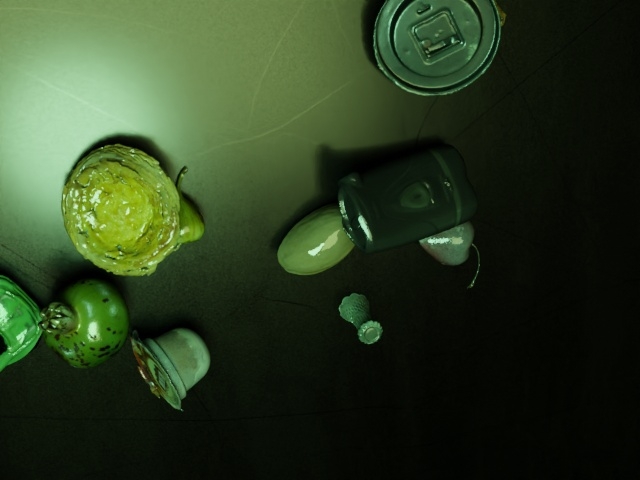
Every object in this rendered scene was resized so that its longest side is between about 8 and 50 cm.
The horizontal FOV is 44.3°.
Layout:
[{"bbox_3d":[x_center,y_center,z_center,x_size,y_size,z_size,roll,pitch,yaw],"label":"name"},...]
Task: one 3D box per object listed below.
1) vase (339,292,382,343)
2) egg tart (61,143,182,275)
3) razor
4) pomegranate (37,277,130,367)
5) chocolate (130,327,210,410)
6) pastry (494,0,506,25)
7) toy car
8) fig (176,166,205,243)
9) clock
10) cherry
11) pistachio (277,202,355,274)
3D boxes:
[{"bbox_3d":[0.104,0.199,1.954,0.081,0.148,0.081,-6,114,-13],"label":"vase"},{"bbox_3d":[-0.416,-0.063,1.703,0.291,0.107,0.290,1,100,7],"label":"egg tart"},{"bbox_3d":[0.202,-0.098,1.829,0.349,0.113,0.204,-18,92,-25],"label":"razor"},{"bbox_3d":[-0.525,0.179,1.721,0.202,0.202,0.248,-48,160,7],"label":"pomegranate"},{"bbox_3d":[-0.343,0.278,1.867,0.147,0.221,0.221,-38,121,-30],"label":"chocolate"},{"bbox_3d":[0.345,-0.520,1.762,0.140,0.080,0.056,5,142,-16],"label":"pastry"},{"bbox_3d":[-0.782,0.241,1.701,0.359,0.176,0.213,-34,118,-1],"label":"toy car"},{"bbox_3d":[-0.311,-0.072,1.779,0.093,0.093,0.166,-5,74,-14],"label":"fig"},{"bbox_3d":[0.252,-0.456,1.728,0.281,0.055,0.280,1,123,2],"label":"clock"},{"bbox_3d":[0.313,0.026,1.965,0.148,0.115,0.188,-9,121,-34],"label":"cherry"},{"bbox_3d":[0.000,0.000,1.862,0.226,0.136,0.136,-35,117,5],"label":"pistachio"}]
